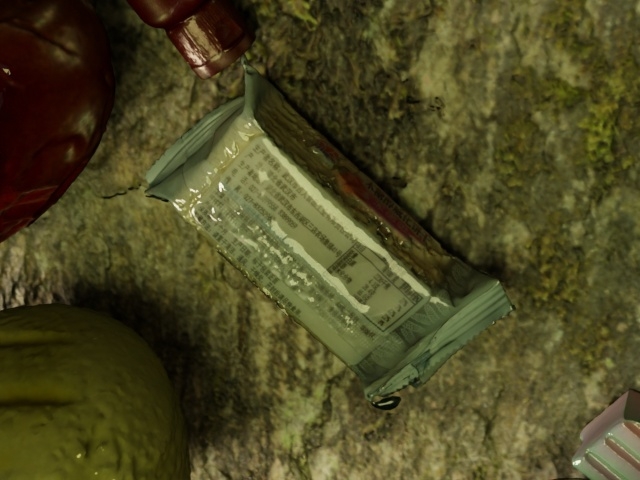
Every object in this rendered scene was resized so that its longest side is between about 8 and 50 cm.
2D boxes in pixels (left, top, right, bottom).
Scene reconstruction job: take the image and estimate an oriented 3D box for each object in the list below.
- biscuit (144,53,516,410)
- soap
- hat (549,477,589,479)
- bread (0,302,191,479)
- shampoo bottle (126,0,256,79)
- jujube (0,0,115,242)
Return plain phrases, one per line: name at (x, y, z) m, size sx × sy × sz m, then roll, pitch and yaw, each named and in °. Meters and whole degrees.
biscuit at (-0.002, 0.003, 1.239) m, size 0.309 × 0.079 × 0.186 m, roll 40°, pitch 127°, yaw -4°
soap at (0.305, 0.198, 1.237) m, size 0.149 × 0.056 × 0.100 m, roll 39°, pitch 127°, yaw -2°
hat at (0.203, 0.284, 1.334) m, size 0.166 × 0.144 × 0.173 m, roll 54°, pitch 166°, yaw -14°
bread at (-0.271, 0.207, 1.327) m, size 0.320 × 0.320 × 0.237 m, roll -5°, pitch 120°, yaw 24°
shampoo bottle at (-0.152, -0.247, 1.151) m, size 0.260 × 0.064 × 0.102 m, roll 52°, pitch 151°, yaw -20°
jujube at (-0.310, -0.107, 1.235) m, size 0.223 × 0.223 × 0.318 m, roll 41°, pitch 132°, yaw -4°
